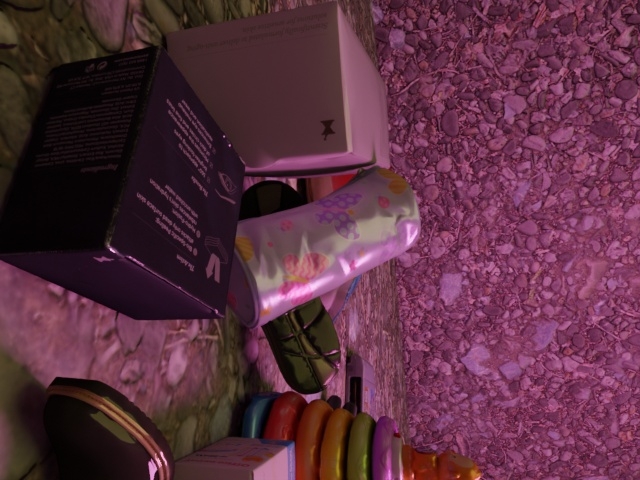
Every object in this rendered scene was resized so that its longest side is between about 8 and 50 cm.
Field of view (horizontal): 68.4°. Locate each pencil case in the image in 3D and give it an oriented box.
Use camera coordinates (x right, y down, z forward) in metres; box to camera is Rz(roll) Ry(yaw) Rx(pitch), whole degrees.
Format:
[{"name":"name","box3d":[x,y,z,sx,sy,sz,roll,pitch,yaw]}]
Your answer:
[{"name":"pencil case","box3d":[0.000,0.000,0.584,0.273,0.113,0.124,-26,113,-29]}]

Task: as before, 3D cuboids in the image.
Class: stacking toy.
[{"name":"stacking toy","box3d":[0.052,0.289,0.618,0.175,0.301,0.166,41,48,-68]}]

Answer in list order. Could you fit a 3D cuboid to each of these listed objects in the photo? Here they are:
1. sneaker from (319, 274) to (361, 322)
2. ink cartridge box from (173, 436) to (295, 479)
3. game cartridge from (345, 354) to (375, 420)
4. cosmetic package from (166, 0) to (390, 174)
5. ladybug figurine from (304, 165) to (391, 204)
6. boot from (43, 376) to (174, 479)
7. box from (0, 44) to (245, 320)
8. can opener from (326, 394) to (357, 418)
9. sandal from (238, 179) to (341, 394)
[{"name":"sneaker","box3d":[-0.009,0.102,0.787,0.087,0.092,0.229,-54,172,-42]},{"name":"ink cartridge box","box3d":[-0.091,0.269,0.494,0.143,0.092,0.090,37,52,-71]},{"name":"game cartridge","box3d":[0.110,0.476,1.285,0.198,0.062,0.297,47,42,-61]},{"name":"cosmetic package","box3d":[-0.021,-0.165,0.639,0.365,0.196,0.155,-21,107,-76]},{"name":"ladybug figurine","box3d":[0.070,-0.129,1.027,0.305,0.161,0.450,-33,119,-73]},{"name":"boot","box3d":[-0.158,0.203,0.307,0.137,0.076,0.198,-60,144,-55]},{"name":"box","box3d":[-0.138,-0.033,0.372,0.156,0.093,0.158,59,31,-61]},{"name":"can opener","box3d":[0.011,0.445,0.928,0.283,0.075,0.095,-69,-176,-57]},{"name":"sandal","box3d":[-0.058,0.067,0.662,0.120,0.086,0.303,-13,91,-30]}]
